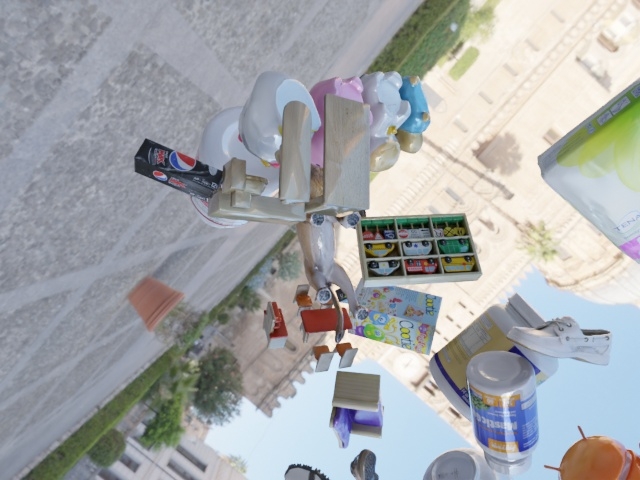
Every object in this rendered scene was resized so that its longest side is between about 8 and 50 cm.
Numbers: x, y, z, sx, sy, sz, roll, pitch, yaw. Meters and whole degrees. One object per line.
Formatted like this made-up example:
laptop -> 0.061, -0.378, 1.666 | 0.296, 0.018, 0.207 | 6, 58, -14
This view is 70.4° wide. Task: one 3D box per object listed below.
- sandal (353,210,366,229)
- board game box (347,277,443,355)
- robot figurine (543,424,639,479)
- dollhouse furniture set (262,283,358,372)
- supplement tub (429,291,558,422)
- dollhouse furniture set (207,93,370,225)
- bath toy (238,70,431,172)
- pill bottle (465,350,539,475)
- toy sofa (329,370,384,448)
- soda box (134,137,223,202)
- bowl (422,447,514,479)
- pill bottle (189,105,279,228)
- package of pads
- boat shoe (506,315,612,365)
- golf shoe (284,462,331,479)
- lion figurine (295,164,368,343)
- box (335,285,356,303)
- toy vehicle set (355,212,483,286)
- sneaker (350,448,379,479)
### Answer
sandal -> 0.060, -0.094, 1.420 | 0.060, 0.219, 0.090 | -18, 129, -33
board game box -> 0.242, 0.246, 1.489 | 0.144, 0.275, 0.142 | -58, 155, -48
robot figurine -> 0.459, 0.383, 0.674 | 0.128, 0.219, 0.158 | -37, 154, -35
dollhouse furniture set -> -0.033, 0.240, 1.340 | 0.262, 0.259, 0.135 | -112, -152, -42
supplement tub -> 0.501, 0.331, 1.280 | 0.331, 0.241, 0.241 | -46, -176, 14
dollhouse furniture set -> -0.043, -0.093, 0.542 | 0.151, 0.144, 0.123 | -13, -106, 61
bath toy -> 0.023, -0.167, 0.672 | 0.348, 0.151, 0.129 | -16, -176, -42
pill bottle -> 0.437, 0.416, 1.084 | 0.152, 0.272, 0.152 | -11, -162, 4
toy sofa -> 0.132, 0.589, 1.533 | 0.363, 0.150, 0.177 | 77, 20, -53
soda box -> -0.282, -0.138, 0.913 | 0.060, 0.168, 0.053 | 132, -22, -59
bowl -> 0.417, 0.726, 1.346 | 0.297, 0.134, 0.298 | -25, -162, 9
pill bottle -> -0.234, -0.167, 1.229 | 0.229, 0.229, 0.407 | -51, -172, -25
package of pads -> 0.583, -0.115, 0.831 | 0.229, 0.296, 0.101 | -45, -170, 38
boat shoe -> 0.561, 0.220, 1.059 | 0.098, 0.277, 0.096 | -149, -108, -70
golf shoe -> 0.003, 0.406, 0.650 | 0.094, 0.198, 0.077 | -31, 131, -37
lion figurine -> 0.000, 0.000, 0.983 | 0.240, 0.142, 0.392 | -136, -137, -62
box -> 0.104, 0.207, 1.745 | 0.062, 0.052, 0.083 | -28, 157, 19
toy vehicle set -> 0.220, 0.019, 1.043 | 0.035, 0.266, 0.166 | 97, -11, -59
sneaker -> 0.102, 0.586, 1.164 | 0.066, 0.071, 0.188 | -49, 141, -38
